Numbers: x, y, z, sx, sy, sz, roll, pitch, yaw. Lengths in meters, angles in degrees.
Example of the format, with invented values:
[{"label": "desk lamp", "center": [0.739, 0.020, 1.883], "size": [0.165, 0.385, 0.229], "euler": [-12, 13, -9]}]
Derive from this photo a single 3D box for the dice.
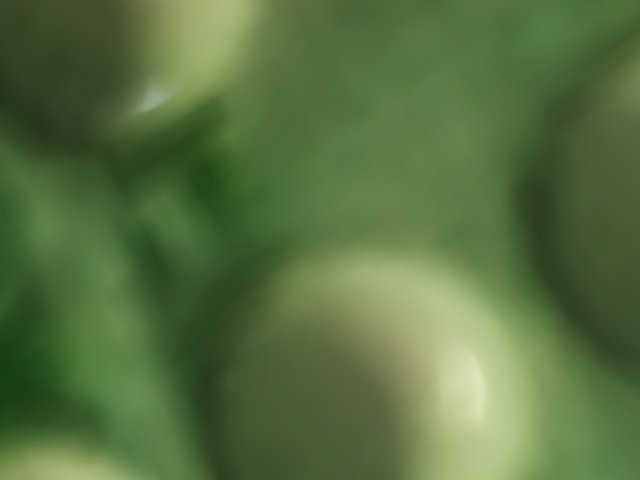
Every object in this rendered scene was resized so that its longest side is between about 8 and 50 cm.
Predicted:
[{"label": "dice", "center": [0.000, 0.000, 0.493], "size": [0.328, 0.330, 0.348], "euler": [-30, -9, 2]}]
